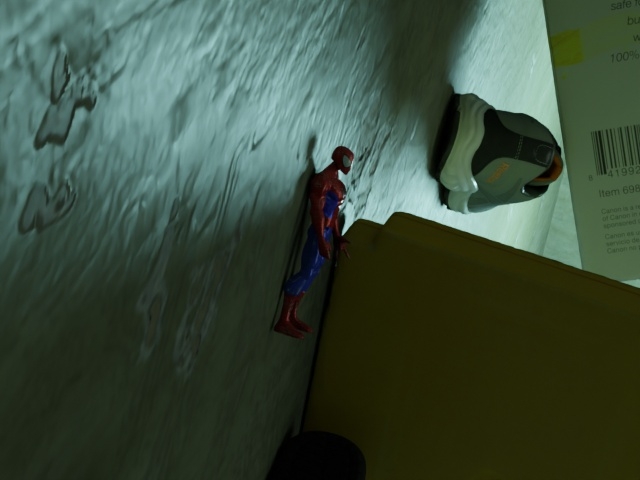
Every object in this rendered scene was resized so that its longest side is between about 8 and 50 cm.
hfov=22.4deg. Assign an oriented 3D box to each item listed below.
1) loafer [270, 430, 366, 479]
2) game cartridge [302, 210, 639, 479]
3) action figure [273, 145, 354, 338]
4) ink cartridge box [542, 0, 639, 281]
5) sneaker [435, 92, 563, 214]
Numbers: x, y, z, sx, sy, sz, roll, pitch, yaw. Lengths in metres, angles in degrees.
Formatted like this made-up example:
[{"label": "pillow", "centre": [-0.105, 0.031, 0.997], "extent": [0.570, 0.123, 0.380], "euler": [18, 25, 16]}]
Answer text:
[{"label": "loafer", "centre": [-0.017, 0.234, 1.060], "extent": [0.078, 0.080, 0.220], "euler": [91, 18, -52]}, {"label": "game cartridge", "centre": [0.125, 0.157, 1.123], "extent": [0.053, 0.285, 0.324], "euler": [-47, 152, -58]}, {"label": "action figure", "centre": [0.000, 0.000, 0.955], "extent": [0.038, 0.030, 0.115], "euler": [-16, 120, -71]}, {"label": "ink cartridge box", "centre": [0.351, -0.172, 1.465], "extent": [0.160, 0.279, 0.385], "euler": [-25, 107, -79]}, {"label": "sneaker", "centre": [0.174, -0.069, 1.517], "extent": [0.271, 0.108, 0.100], "euler": [17, 87, -80]}]
